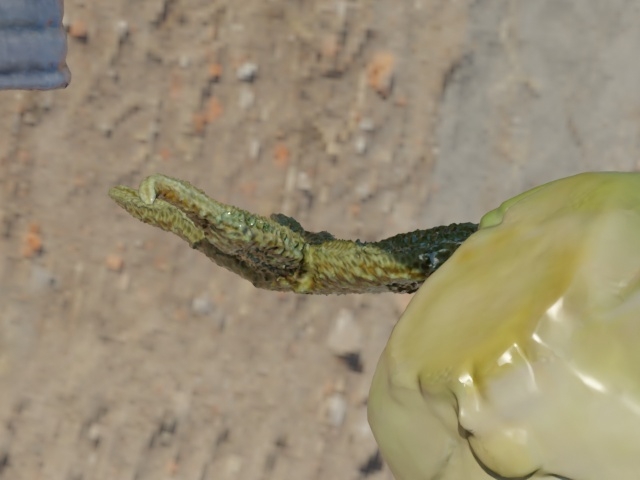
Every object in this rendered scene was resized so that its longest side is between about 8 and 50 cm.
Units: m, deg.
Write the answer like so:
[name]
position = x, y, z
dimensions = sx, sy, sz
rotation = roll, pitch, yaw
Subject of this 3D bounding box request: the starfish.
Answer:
[starfish]
position = 0.000, 0.003, 1.426
dimensions = 0.358, 0.347, 0.078
rotation = 80, 14, -88

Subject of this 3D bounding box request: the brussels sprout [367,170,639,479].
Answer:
[brussels sprout]
position = 0.201, 0.107, 1.054
dimensions = 0.344, 0.268, 0.344
rotation = 22, 57, -38

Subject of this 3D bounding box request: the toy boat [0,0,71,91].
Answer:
[toy boat]
position = -0.254, -0.111, 0.945
dimensions = 0.283, 0.127, 0.078
rotation = -4, 108, -48
